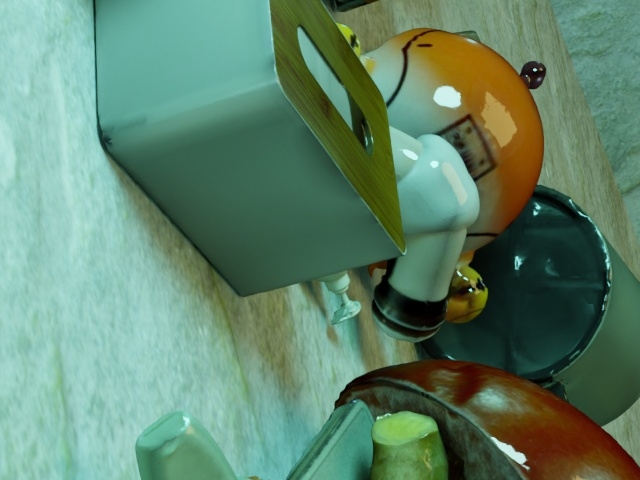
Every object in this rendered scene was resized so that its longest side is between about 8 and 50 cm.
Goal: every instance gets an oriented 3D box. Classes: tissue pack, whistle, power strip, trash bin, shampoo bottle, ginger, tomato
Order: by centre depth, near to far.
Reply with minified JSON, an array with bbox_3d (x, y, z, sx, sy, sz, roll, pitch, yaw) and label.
[{"bbox_3d":[-0.052,0.201,1.076,0.101,0.106,0.253,-60,140,-40],"label":"whistle"},{"bbox_3d":[0.045,0.251,1.215,0.118,0.065,0.298,66,31,-54],"label":"ginger"},{"bbox_3d":[0.005,0.245,1.279,0.213,0.064,0.198,-47,121,-53],"label":"power strip"},{"bbox_3d":[-0.049,-0.089,1.322,0.246,0.136,0.159,50,28,-52],"label":"tissue pack"},{"bbox_3d":[0.155,0.215,1.378,0.338,0.144,0.338,42,-33,35],"label":"tomato"},{"bbox_3d":[0.000,0.000,1.548,0.152,0.045,0.077,64,26,-22],"label":"shampoo bottle"},{"bbox_3d":[0.235,0.081,1.943,0.262,0.217,0.277,39,39,-62],"label":"trash bin"}]

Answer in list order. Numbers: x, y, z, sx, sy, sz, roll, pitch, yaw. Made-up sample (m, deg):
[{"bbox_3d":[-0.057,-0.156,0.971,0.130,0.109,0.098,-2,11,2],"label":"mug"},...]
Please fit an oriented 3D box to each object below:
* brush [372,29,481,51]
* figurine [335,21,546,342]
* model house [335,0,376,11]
[{"bbox_3d":[0.117,-0.207,2.157,0.327,0.065,0.070,-18,97,-64],"label":"brush"},{"bbox_3d":[0.101,-0.080,1.702,0.320,0.196,0.323,62,29,-15],"label":"figurine"},{"bbox_3d":[0.069,-0.357,1.848,0.224,0.215,0.198,0,75,-73],"label":"model house"}]
